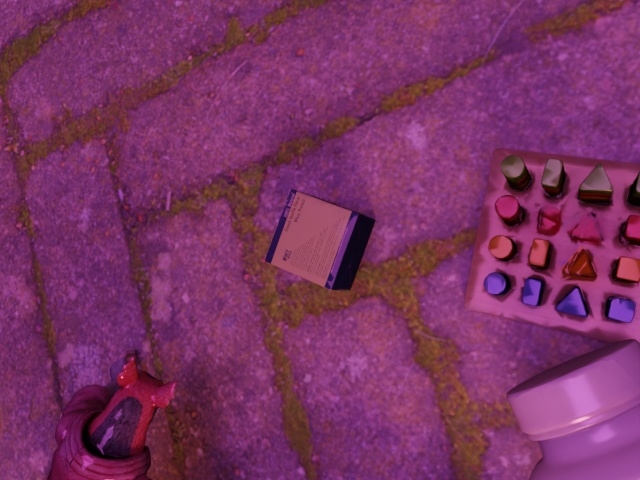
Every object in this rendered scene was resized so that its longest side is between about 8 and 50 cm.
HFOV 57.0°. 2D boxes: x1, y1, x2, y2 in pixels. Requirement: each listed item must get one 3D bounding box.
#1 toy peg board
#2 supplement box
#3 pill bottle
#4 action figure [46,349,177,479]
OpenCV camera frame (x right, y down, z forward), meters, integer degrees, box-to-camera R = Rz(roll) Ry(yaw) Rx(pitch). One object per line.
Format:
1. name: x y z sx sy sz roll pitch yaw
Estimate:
1. toy peg board: 0.215 0.000 0.519 0.161 0.079 0.161 11 89 25
2. supplement box: 0.000 0.000 0.625 0.083 0.056 0.083 21 93 24
3. pill bottle: 0.254 0.220 0.440 0.152 0.152 0.272 -29 73 18
4. action figure: -0.252 0.274 0.606 0.248 0.275 0.371 32 111 29
